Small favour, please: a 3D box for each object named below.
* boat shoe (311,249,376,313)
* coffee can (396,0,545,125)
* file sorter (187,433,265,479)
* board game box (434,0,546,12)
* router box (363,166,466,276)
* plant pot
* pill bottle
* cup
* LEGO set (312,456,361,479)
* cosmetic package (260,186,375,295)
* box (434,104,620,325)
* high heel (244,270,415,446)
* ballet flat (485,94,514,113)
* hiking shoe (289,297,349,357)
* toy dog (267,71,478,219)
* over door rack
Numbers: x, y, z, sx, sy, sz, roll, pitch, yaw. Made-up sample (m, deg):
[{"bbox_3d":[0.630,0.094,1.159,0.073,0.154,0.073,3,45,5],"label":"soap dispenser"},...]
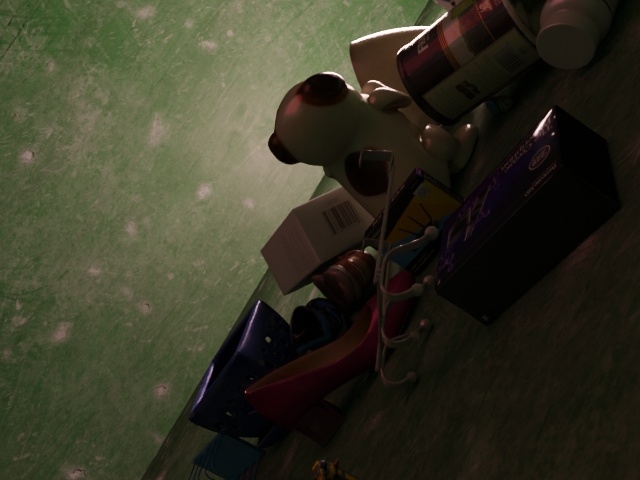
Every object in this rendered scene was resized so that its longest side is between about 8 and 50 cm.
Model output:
[{"bbox_3d":[0.066,0.092,1.767,0.116,0.123,0.324,-42,3,-13],"label":"boat shoe"},{"bbox_3d":[0.325,-0.395,1.546,0.275,0.201,0.202,-34,22,38],"label":"coffee can"},{"bbox_3d":[-0.229,0.547,1.755,0.170,0.118,0.105,-50,15,38],"label":"file sorter"},{"bbox_3d":[0.374,-0.534,1.585,0.193,0.305,0.053,-49,10,41],"label":"board game box"},{"bbox_3d":[0.186,-0.035,1.445,0.179,0.133,0.046,-54,9,27],"label":"router box"},{"bbox_3d":[-0.136,0.319,1.716,0.236,0.212,0.236,-53,11,26],"label":"plant pot"},{"bbox_3d":[0.458,-0.413,1.314,0.221,0.121,0.121,-62,10,-27],"label":"pill bottle"},{"bbox_3d":[0.260,-0.440,2.004,0.236,0.331,0.331,-26,22,22],"label":"cup"},{"bbox_3d":[-0.067,0.432,1.025,0.255,0.192,0.331,-54,10,22],"label":"LEGO set"},{"bbox_3d":[0.000,0.000,1.944,0.217,0.156,0.385,-26,-9,-20],"label":"cosmetic package"},{"bbox_3d":[0.281,-0.034,1.052,0.261,0.103,0.184,-51,14,35],"label":"box"},{"bbox_3d":[0.024,0.189,1.395,0.377,0.181,0.127,-58,9,-5],"label":"high heel"},{"bbox_3d":[0.385,-0.291,1.586,0.041,0.041,0.114,-56,9,7],"label":"ballet flat"},{"bbox_3d":[-0.006,0.183,1.659,0.113,0.132,0.304,-28,19,6],"label":"hiking shoe"},{"bbox_3d":[0.085,-0.193,1.648,0.284,0.407,0.395,-50,12,43],"label":"toy dog"},{"bbox_3d":[0.127,0.037,1.207,0.240,0.108,0.324,86,180,-45],"label":"over door rack"}]
